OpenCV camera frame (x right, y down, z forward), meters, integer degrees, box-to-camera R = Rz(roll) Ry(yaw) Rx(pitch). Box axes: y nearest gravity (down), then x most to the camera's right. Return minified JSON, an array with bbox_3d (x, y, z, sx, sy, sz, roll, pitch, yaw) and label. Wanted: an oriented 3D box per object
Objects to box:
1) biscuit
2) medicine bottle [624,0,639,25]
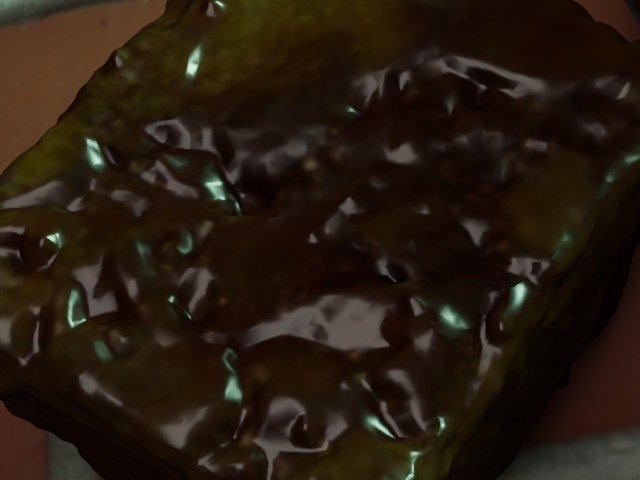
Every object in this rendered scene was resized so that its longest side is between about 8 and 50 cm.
[{"bbox_3d":[0.000,0.000,1.082,0.343,0.166,0.395,27,63,26],"label":"biscuit"},{"bbox_3d":[0.239,-0.227,1.060,0.158,0.318,0.158,-6,66,13],"label":"medicine bottle"}]
